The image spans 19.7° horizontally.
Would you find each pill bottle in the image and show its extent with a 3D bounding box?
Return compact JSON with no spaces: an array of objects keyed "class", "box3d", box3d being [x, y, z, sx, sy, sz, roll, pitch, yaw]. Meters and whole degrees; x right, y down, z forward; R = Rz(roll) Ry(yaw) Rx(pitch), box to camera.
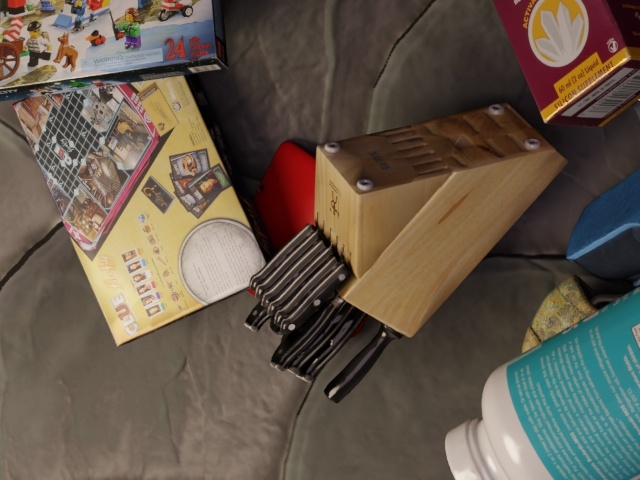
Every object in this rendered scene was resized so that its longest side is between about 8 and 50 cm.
[{"class":"pill bottle","box3d":[0.235,0.137,1.516,0.264,0.146,0.146,-32,97,20]}]

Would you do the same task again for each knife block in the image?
[{"class":"knife block","box3d":[0.071,0.022,1.628,0.275,0.088,0.242,-14,129,-20]}]

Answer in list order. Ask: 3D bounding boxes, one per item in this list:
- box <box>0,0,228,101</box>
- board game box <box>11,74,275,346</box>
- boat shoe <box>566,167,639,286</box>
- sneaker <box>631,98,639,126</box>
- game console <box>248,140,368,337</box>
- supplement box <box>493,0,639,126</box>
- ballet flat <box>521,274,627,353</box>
[{"class":"box","box3d":[-0.204,-0.217,1.633,0.233,0.044,0.159,-7,81,11]},{"class":"board game box","box3d":[-0.158,-0.047,1.674,0.165,0.042,0.243,-24,88,13]},{"class":"boat shoe","box3d":[0.307,-0.025,1.552,0.089,0.258,0.109,30,72,-13]},{"class":"sneaker","box3d":[0.282,-0.179,1.565,0.153,0.094,0.235,-28,88,25]},{"class":"game console","box3d":[0.000,0.000,1.697,0.124,0.085,0.144,18,109,-28]},{"class":"supplement box","box3d":[0.210,-0.201,1.524,0.104,0.080,0.188,-38,64,40]},{"class":"ballet flat","box3d":[0.353,0.123,1.622,0.348,0.123,0.123,21,106,5]}]
